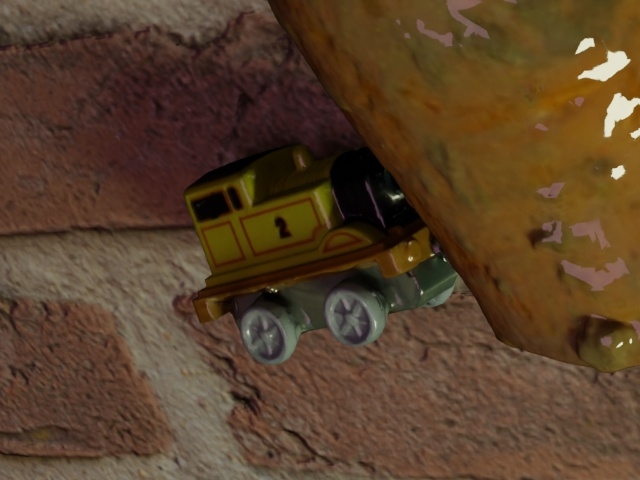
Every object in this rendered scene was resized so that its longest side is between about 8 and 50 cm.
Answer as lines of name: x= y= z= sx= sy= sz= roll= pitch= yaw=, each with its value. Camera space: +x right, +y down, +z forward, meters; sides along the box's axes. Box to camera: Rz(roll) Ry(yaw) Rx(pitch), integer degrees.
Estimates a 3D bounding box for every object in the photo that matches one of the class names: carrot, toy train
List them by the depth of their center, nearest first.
carrot: x=0.097 y=-0.117 z=0.874 sx=0.224 sy=0.224 sz=0.340 roll=-12 pitch=112 yaw=42
toy train: x=0.000 y=0.000 z=1.133 sx=0.219 sy=0.089 sz=0.127 roll=-15 pitch=100 yaw=44
